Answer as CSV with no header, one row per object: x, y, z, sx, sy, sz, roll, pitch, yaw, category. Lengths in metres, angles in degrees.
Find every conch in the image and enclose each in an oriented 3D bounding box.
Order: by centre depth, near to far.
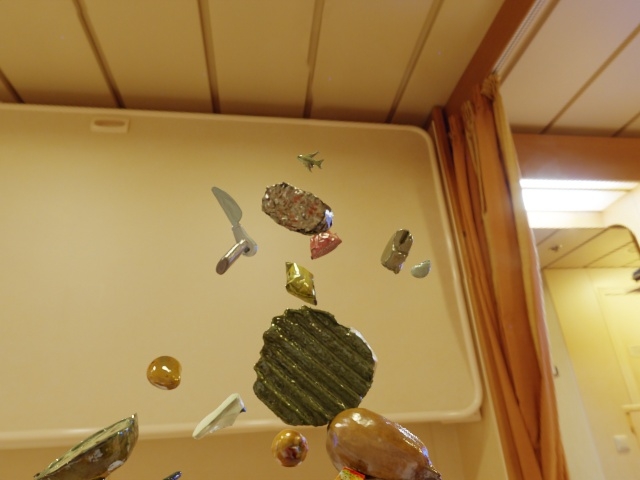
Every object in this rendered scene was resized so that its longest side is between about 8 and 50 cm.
0.379,0.108,1.612,0.086,0.056,0.076,-24,7,30,conch

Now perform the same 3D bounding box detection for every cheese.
0.340,0.042,1.926,0.091,0.202,0.175,24,6,-3,cheese

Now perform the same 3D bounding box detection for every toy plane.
-0.043,-0.319,1.742,0.111,0.102,0.040,13,-29,8,toy plane

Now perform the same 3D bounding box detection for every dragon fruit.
0.000,0.000,1.813,0.153,0.110,0.153,-29,-18,-10,dragon fruit

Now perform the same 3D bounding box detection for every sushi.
-0.049,-0.061,0.888,0.151,0.090,0.078,26,-4,25,sushi

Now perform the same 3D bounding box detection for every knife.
-0.333,-0.086,1.689,0.080,0.331,0.044,-32,-13,19,knife

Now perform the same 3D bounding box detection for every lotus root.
-0.427,0.417,0.824,0.204,0.077,0.183,-29,-1,6,lotus root

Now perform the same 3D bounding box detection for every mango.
-0.534,0.453,1.481,0.115,0.089,0.178,10,7,-17,mango

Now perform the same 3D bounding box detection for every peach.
-0.121,0.793,1.652,0.138,0.137,0.138,-3,-25,-1,peach

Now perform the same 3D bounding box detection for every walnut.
0.169,0.601,1.216,0.337,0.208,0.209,13,-17,25,walnut

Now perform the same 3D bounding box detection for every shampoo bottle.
-0.293,0.048,1.454,0.040,0.165,0.079,34,-56,0,shampoo bottle

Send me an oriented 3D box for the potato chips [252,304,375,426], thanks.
-0.015,0.410,1.364,0.429,0.358,0.070,43,-25,-19,potato chips

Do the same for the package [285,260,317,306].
-0.085,0.183,1.877,0.168,0.226,0.090,33,-67,-18,package

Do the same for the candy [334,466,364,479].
0.061,0.620,1.077,0.062,0.037,0.122,13,8,25,candy

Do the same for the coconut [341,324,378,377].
0.071,0.521,1.838,0.324,0.322,0.323,-3,-25,-1,coconut

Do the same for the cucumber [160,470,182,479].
-0.554,0.877,1.587,0.032,0.032,0.133,-11,-10,17,cucumber

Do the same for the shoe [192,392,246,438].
-0.456,0.835,2.003,0.265,0.110,0.095,-40,14,-29,shoe
